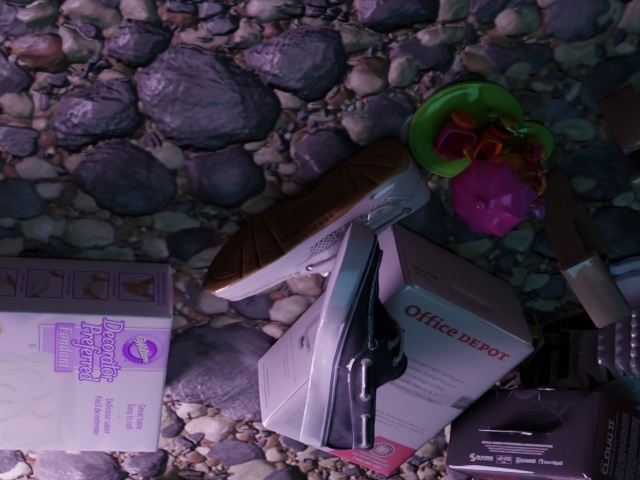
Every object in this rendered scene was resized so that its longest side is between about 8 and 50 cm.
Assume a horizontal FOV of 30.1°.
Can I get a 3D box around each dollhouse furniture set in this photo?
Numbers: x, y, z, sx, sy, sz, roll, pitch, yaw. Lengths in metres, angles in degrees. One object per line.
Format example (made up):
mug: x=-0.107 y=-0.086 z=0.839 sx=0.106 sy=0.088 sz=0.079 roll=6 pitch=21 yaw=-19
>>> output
dollhouse furniture set: x=0.373 y=-0.040 z=1.310 sx=0.242 sy=0.161 sz=0.212 roll=-28 pitch=129 yaw=16

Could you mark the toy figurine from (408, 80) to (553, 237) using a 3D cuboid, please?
toy figurine: x=0.189 y=-0.066 z=1.262 sx=0.173 sy=0.159 sz=0.130 roll=16 pitch=127 yaw=-21

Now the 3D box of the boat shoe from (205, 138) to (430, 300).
boat shoe: x=0.000 y=0.000 z=1.332 sx=0.277 sy=0.098 sz=0.096 roll=-31 pitch=127 yaw=16

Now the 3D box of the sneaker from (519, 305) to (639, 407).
sneaker: x=0.395 y=0.154 z=1.478 sx=0.292 sy=0.110 sz=0.118 roll=-17 pitch=135 yaw=43

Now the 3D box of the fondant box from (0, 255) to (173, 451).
fondant box: x=-0.348 y=0.137 z=1.404 sx=0.330 sy=0.096 sz=0.238 roll=2 pitch=130 yaw=-12

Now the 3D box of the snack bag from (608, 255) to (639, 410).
snack bag: x=0.545 y=0.119 z=1.558 sx=0.343 sy=0.037 sz=0.323 roll=-12 pitch=131 yaw=2

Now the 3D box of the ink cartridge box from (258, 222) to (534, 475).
ink cartridge box: x=0.087 y=0.140 z=1.454 sx=0.207 sy=0.117 sz=0.283 roll=27 pitch=122 yaw=-27

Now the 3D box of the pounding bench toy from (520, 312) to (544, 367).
pounding bench toy: x=0.245 y=0.132 z=1.493 sx=0.065 sy=0.083 sz=0.052 roll=14 pitch=127 yaw=-19

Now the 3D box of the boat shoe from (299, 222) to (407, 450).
boat shoe: x=0.046 y=0.115 z=1.288 sx=0.102 sy=0.108 sz=0.301 roll=12 pitch=123 yaw=3

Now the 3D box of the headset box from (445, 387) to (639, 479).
headset box: x=0.316 y=0.267 z=1.508 sx=0.218 sy=0.110 sz=0.293 roll=-6 pitch=156 yaw=44
